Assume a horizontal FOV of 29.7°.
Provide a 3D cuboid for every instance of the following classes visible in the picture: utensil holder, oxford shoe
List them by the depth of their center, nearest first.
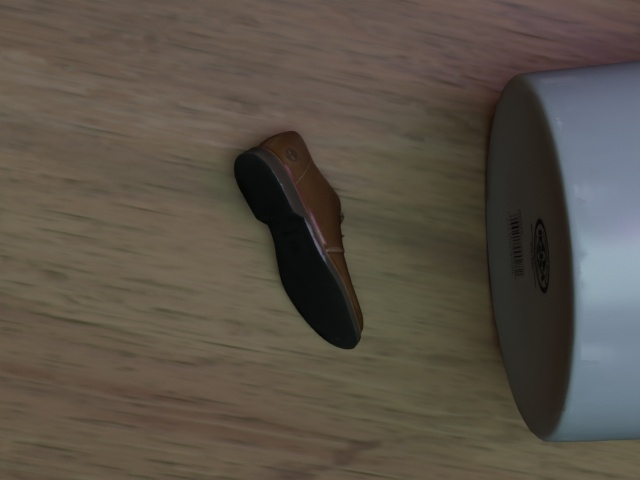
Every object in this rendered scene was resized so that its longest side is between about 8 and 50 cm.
[{"bbox_3d":[0.356,0.001,0.993,0.385,0.327,0.327,-4,100,-4],"label":"utensil holder"},{"bbox_3d":[0.000,0.000,1.087,0.076,0.076,0.212,-39,117,-39],"label":"oxford shoe"}]
